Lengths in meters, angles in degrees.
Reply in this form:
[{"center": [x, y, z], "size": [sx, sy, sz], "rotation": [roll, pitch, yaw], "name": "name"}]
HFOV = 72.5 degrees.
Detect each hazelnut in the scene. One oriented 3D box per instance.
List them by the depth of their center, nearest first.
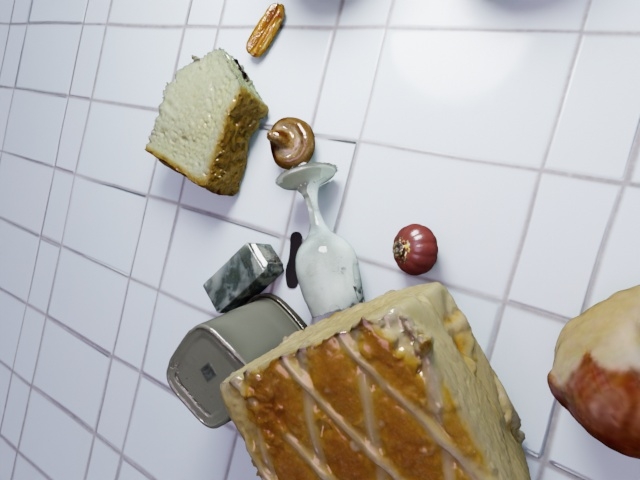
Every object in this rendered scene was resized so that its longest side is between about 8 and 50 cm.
[{"center": [0.460, 0.176, 0.599], "size": [0.261, 0.241, 0.261], "rotation": [-32, 28, 20], "name": "hazelnut"}]

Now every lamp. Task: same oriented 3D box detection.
[{"center": [0.183, 0.018, 0.844], "size": [0.101, 0.090, 0.101], "rotation": [179, 90, -66], "name": "lamp"}]

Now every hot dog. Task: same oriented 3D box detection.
[{"center": [-0.133, -0.521, 1.082], "size": [0.062, 0.038, 0.144], "rotation": [42, 104, 27], "name": "hot dog"}]

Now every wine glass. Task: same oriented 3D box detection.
[{"center": [0.000, 0.000, 0.918], "size": [0.144, 0.143, 0.320], "rotation": [-16, 78, 27], "name": "wine glass"}]

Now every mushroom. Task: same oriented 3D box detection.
[{"center": [-0.068, -0.223, 1.002], "size": [0.109, 0.085, 0.126], "rotation": [-2, 83, -6], "name": "mushroom"}]

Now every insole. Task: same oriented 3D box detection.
[{"center": [-0.062, 0.046, 1.025], "size": [0.045, 0.002, 0.134], "rotation": [3, 88, 28], "name": "insole"}]

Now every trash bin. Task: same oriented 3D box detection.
[{"center": [-0.167, 0.251, 0.931], "size": [0.219, 0.250, 0.219], "rotation": [39, 105, 19], "name": "trash bin"}]

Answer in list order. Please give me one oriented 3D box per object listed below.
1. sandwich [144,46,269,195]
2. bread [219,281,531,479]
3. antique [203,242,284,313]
[{"center": [-0.276, -0.307, 1.095], "size": [0.262, 0.131, 0.325], "rotation": [30, 104, 28], "name": "sandwich"}, {"center": [0.100, 0.291, 0.710], "size": [0.371, 0.279, 0.390], "rotation": [-30, 92, 25], "name": "bread"}, {"center": [-0.179, 0.085, 1.039], "size": [0.183, 0.088, 0.086], "rotation": [-42, 69, 19], "name": "antique"}]
